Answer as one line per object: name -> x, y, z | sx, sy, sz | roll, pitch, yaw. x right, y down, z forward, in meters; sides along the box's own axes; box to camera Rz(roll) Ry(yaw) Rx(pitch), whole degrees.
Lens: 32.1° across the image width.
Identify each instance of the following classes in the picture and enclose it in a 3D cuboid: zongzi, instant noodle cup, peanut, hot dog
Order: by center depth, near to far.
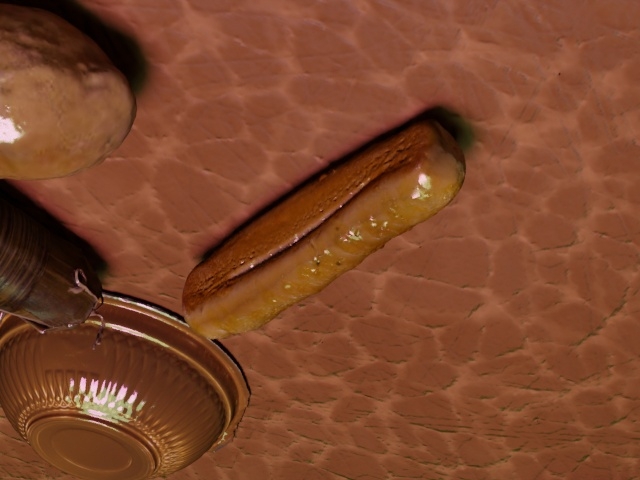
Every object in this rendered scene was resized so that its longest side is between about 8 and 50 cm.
peanut -> -0.239, -0.097, 0.755 | 0.224, 0.129, 0.129 | 7, 139, 6
hot dog -> -0.003, 0.000, 0.834 | 0.061, 0.088, 0.286 | 32, 139, -29
zongzi -> -0.292, 0.024, 0.948 | 0.184, 0.084, 0.187 | -10, 140, 44
instant noodle cup -> -0.209, 0.165, 1.067 | 0.274, 0.091, 0.274 | 8, 140, 7
